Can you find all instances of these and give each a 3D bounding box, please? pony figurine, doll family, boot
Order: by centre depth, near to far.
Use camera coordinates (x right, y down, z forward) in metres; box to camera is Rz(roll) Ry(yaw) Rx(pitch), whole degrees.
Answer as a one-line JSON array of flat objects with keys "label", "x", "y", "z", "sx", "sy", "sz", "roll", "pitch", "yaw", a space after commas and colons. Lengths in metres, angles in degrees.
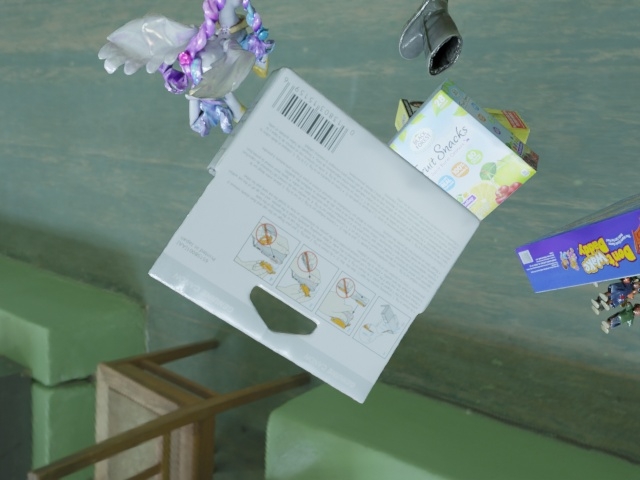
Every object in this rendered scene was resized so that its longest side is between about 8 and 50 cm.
[{"label": "doll family", "x": 0.612, "y": 0.097, "z": 1.334, "sx": 0.111, "sy": 0.193, "sz": 0.076, "roll": -25, "pitch": 43, "yaw": -2}, {"label": "pony figurine", "x": -0.233, "y": -0.386, "z": 1.381, "sx": 0.302, "sy": 0.363, "sz": 0.351, "roll": 26, "pitch": 65, "yaw": 14}, {"label": "boot", "x": 0.239, "y": -0.423, "z": 1.428, "sx": 0.190, "sy": 0.076, "sz": 0.208, "roll": 116, "pitch": 154, "yaw": -47}]

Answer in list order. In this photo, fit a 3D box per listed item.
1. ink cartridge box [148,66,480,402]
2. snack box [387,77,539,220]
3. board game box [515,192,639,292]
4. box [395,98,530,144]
[{"label": "ink cartridge box", "x": 0.000, "y": 0.000, "z": 0.683, "sx": 0.239, "sy": 0.275, "sz": 0.060, "roll": -56, "pitch": 20, "yaw": -3}, {"label": "snack box", "x": 0.230, "y": -0.139, "z": 1.111, "sx": 0.207, "sy": 0.070, "sz": 0.174, "roll": 39, "pitch": 127, "yaw": -4}, {"label": "board game box", "x": 0.453, "y": -0.024, "z": 0.881, "sx": 0.078, "sy": 0.233, "sz": 0.347, "roll": 66, "pitch": 167, "yaw": 5}, {"label": "box", "x": 0.261, "y": -0.210, "z": 1.219, "sx": 0.087, "sy": 0.232, "sz": 0.058, "roll": -95, "pitch": 13, "yaw": -54}]
